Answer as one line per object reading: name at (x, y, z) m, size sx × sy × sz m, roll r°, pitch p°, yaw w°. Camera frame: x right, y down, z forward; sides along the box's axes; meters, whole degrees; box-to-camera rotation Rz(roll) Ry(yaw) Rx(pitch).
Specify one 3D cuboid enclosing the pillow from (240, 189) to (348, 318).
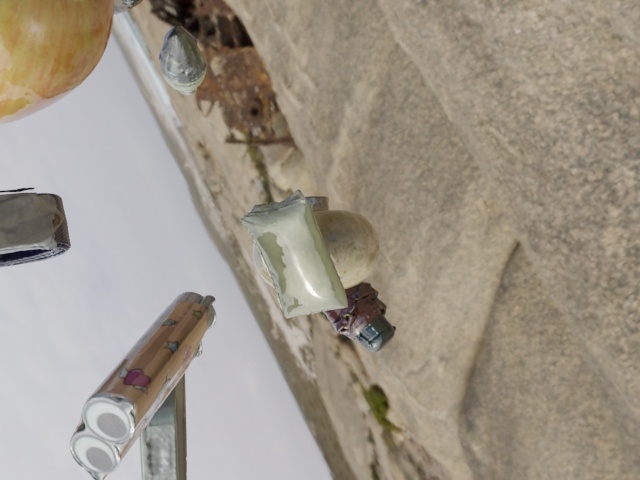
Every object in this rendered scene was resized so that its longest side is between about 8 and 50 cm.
pillow at (-0.039, 0.027, 1.112) m, size 0.208 × 0.119 × 0.053 m, roll 67°, pitch -149°, yaw -23°

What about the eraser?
eraser at (-0.262, 0.206, 1.109) m, size 0.087 × 0.171 × 0.290 m, roll 30°, pitch -151°, yaw 0°

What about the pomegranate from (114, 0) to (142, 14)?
pomegranate at (-0.408, -0.550, 1.383) m, size 0.341 × 0.285 × 0.285 m, roll 57°, pitch 172°, yaw 39°

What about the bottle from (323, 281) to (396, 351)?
bottle at (0.067, 0.155, 1.770) m, size 0.271 × 0.156 × 0.143 m, roll 47°, pitch 148°, yaw 17°

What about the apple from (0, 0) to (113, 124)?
apple at (-0.521, -0.369, 1.115) m, size 0.391 × 0.346 × 0.392 m, roll 29°, pitch -137°, yaw -32°

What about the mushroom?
mushroom at (0.000, 0.000, 1.421) m, size 0.189 × 0.253 × 0.195 m, roll 152°, pitch 116°, yaw -69°

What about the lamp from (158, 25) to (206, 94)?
lamp at (-0.293, -0.381, 1.541) m, size 0.101 × 0.101 × 0.250 m, roll 60°, pitch 168°, yaw 12°

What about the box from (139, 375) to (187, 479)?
box at (-0.391, 0.481, 1.819) m, size 0.396 × 0.111 × 0.396 m, roll -114°, pitch 26°, yaw -67°

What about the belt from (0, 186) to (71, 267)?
belt at (-0.541, -0.024, 1.207) m, size 0.139 × 0.230 × 0.126 m, roll -28°, pitch 74°, yaw 51°
